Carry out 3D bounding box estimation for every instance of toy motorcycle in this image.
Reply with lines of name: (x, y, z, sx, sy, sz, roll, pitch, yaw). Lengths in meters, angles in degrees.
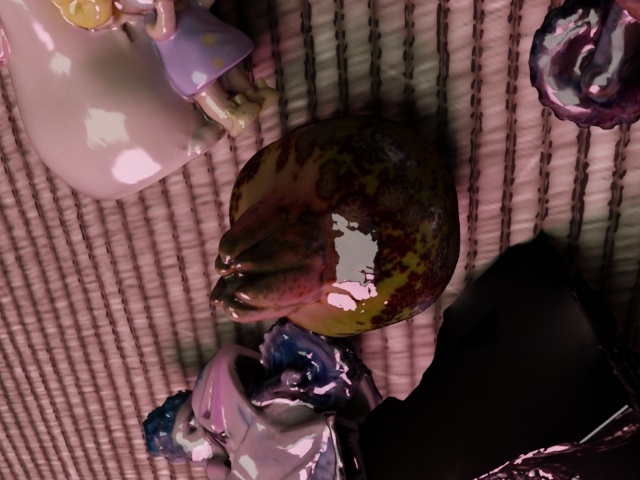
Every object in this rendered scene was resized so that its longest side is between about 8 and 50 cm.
toy motorcycle: (-0.041, 0.165, 0.727, 0.204, 0.108, 0.239, -4, 100, 26)
toy motorcycle: (0.188, -0.104, 0.383, 0.212, 0.084, 0.118, -3, 125, 21)

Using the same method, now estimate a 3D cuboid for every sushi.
sushi: (0.139, 0.126, 0.567, 0.150, 0.153, 0.172, 32, 116, -25)

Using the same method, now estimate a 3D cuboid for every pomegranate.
pomegranate: (0.001, -0.012, 0.520, 0.138, 0.126, 0.163, -4, 169, 37)

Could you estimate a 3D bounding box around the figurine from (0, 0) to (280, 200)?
figurine: (-0.138, -0.144, 0.497, 0.155, 0.127, 0.235, -5, 124, 54)
